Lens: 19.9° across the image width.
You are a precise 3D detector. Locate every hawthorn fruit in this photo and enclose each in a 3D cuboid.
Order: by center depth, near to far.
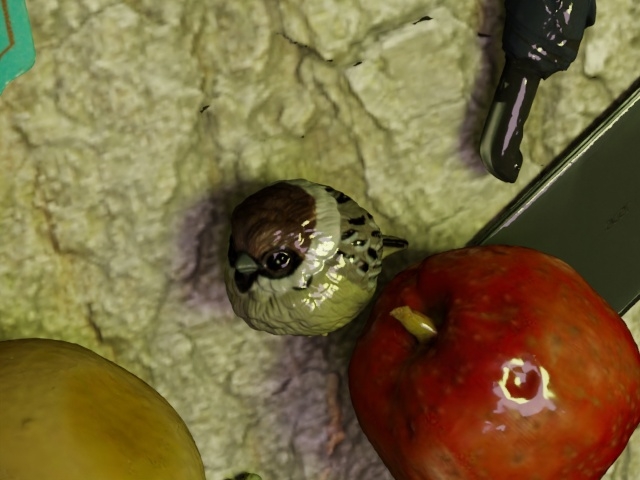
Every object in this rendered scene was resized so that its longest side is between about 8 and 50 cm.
[{"bbox_3d":[0.096,0.080,1.118,0.200,0.179,0.179,36,94,-38],"label":"hawthorn fruit"}]

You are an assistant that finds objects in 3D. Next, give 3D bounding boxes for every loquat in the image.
[{"bbox_3d":[-0.166,0.161,1.037,0.213,0.213,0.213,-8,112,-20],"label":"loquat"}]

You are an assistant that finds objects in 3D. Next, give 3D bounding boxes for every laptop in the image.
[{"bbox_3d":[0.199,-0.016,1.222,0.180,0.016,0.129,-44,119,-2],"label":"laptop"}]

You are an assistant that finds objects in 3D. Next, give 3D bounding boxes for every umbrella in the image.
[{"bbox_3d":[0.146,-0.152,1.118,0.071,0.071,0.248,13,103,-26],"label":"umbrella"}]

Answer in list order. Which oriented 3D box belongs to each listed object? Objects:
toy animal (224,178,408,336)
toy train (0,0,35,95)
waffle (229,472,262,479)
[{"bbox_3d":[0.000,0.000,1.107,0.137,0.098,0.098,-32,121,-34],"label":"toy animal"},{"bbox_3d":[-0.249,-0.133,0.939,0.203,0.112,0.163,-15,120,-14],"label":"toy train"},{"bbox_3d":[-0.079,0.245,1.196,0.169,0.036,0.183,-25,118,-14],"label":"waffle"}]
